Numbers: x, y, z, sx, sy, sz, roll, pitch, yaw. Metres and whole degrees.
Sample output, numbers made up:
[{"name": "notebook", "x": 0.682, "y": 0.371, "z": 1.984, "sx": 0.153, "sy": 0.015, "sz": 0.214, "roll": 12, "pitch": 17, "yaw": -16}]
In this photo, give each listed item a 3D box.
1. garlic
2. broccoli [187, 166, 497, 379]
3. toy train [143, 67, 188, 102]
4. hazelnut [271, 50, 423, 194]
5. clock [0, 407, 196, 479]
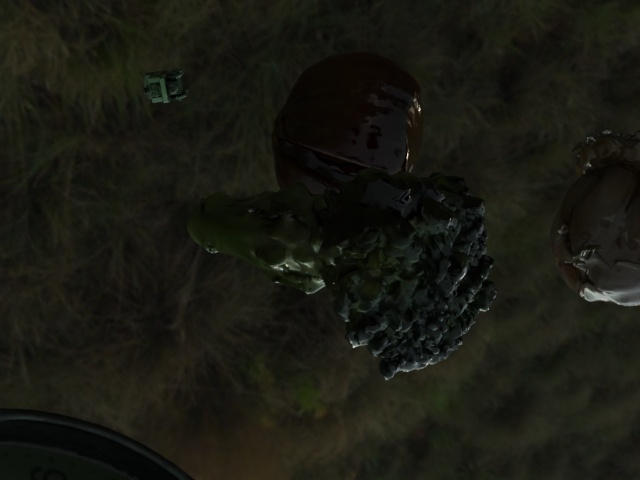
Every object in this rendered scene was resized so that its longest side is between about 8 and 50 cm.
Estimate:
[{"name": "garlic", "x": 0.332, "y": -0.036, "z": 1.007, "sx": 0.207, "sy": 0.207, "sz": 0.256, "roll": -42, "pitch": 148, "yaw": 23}, {"name": "broccoli", "x": -0.004, "y": 0.006, "z": 0.708, "sx": 0.164, "sy": 0.304, "sz": 0.146, "roll": 2, "pitch": 99, "yaw": -43}, {"name": "toy train", "x": -0.185, "y": -0.184, "z": 1.055, "sx": 0.053, "sy": 0.083, "sz": 0.033, "roll": -8, "pitch": 108, "yaw": -3}, {"name": "hazelnut", "x": 0.032, "y": -0.118, "z": 1.027, "sx": 0.177, "sy": 0.178, "sz": 0.204, "roll": 1, "pitch": 115, "yaw": -37}, {"name": "clock", "x": -0.163, "y": 0.229, "z": 0.476, "sx": 0.318, "sy": 0.319, "sz": 0.066, "roll": 3, "pitch": 131, "yaw": -39}]
